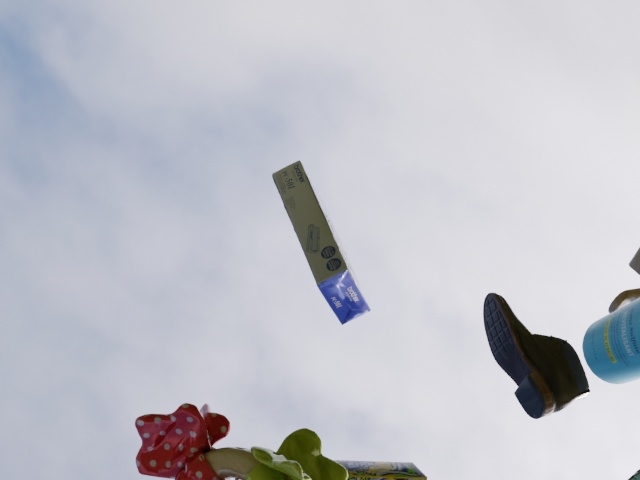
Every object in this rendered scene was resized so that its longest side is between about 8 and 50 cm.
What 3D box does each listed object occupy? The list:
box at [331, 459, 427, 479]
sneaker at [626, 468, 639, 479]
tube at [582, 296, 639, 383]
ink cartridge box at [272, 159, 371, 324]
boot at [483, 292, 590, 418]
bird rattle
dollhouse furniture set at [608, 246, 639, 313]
[{"bbox_3d":[0.069,0.361,1.634,0.168,0.059,0.054,7,-167,-24],"label":"box"},{"bbox_3d":[0.487,0.509,1.806,0.122,0.283,0.110,41,-162,26],"label":"sneaker"},{"bbox_3d":[0.256,0.055,0.768,0.052,0.207,0.080,-2,-108,-18],"label":"tube"},{"bbox_3d":[0.000,0.000,1.431,0.046,0.097,0.207,-27,-131,3],"label":"ink cartridge box"},{"bbox_3d":[0.342,0.176,1.770,0.106,0.082,0.219,-9,-117,-25],"label":"boot"},{"bbox_3d":[-0.108,0.295,1.263,0.253,0.207,0.143,6,171,19],"label":"bird rattle"},{"bbox_3d":[0.595,0.103,1.459,0.173,0.303,0.355,-5,-139,-41],"label":"dollhouse furniture set"}]
